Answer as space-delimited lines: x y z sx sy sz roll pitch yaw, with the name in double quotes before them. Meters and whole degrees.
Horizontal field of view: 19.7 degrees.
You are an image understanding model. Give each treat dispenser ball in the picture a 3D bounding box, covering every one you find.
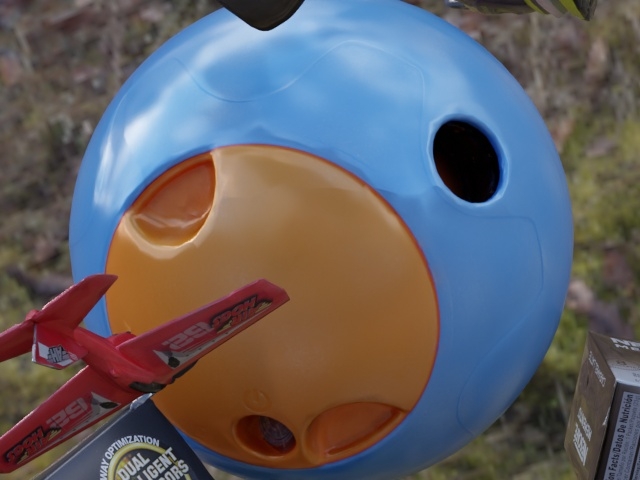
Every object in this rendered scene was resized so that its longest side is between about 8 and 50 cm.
"treat dispenser ball" 0.000 0.000 1.059 0.288 0.288 0.288 -12 37 9

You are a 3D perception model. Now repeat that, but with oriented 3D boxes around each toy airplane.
"toy airplane" -0.091 0.048 0.749 0.151 0.151 0.028 -26 72 -9

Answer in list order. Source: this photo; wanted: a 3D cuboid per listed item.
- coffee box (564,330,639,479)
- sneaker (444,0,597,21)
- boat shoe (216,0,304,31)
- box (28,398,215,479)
"coffee box" 0.317 0.151 1.369 0.246 0.098 0.141 11 11 -2
"sneaker" 0.081 -0.217 1.180 0.121 0.300 0.111 -8 64 26
"boat shoe" -0.129 -0.195 0.684 0.335 0.095 0.112 32 24 4
"box" -0.256 0.261 0.917 0.395 0.097 0.318 -37 3 36
